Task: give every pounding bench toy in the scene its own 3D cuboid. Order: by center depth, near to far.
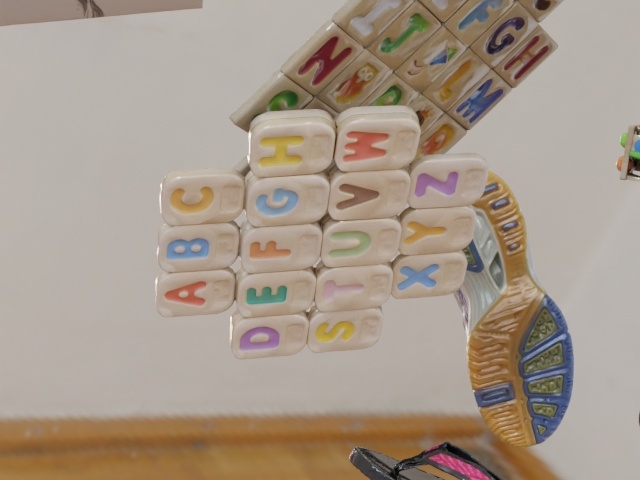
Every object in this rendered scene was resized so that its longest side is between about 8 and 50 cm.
[{"bbox_3d":[0.307,-0.078,1.571,0.065,0.052,0.083,11,8,16],"label":"pounding bench toy"}]

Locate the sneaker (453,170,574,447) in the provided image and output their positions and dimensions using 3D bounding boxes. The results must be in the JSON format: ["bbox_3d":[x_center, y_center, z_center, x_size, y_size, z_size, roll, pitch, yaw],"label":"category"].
[{"bbox_3d":[0.194,0.066,1.783,0.112,0.296,0.131,-11,1,2],"label":"sneaker"}]

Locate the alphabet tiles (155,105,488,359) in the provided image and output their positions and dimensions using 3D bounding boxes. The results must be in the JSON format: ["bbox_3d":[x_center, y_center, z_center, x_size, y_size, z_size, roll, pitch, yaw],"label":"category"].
[{"bbox_3d":[0.000,0.000,1.447,0.278,0.284,0.021,-3,46,-11],"label":"alphabet tiles"}]

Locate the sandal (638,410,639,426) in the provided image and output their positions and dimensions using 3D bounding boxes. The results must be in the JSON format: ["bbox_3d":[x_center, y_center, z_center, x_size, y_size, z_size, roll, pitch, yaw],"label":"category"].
[{"bbox_3d":[0.352,0.182,1.572,0.072,0.049,0.180,0,-32,42],"label":"sandal"}]

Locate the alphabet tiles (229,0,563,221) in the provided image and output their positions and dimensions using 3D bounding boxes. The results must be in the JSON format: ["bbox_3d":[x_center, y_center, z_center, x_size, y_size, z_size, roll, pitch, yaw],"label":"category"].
[{"bbox_3d":[0.073,-0.137,1.449,0.011,0.342,0.285,52,11,29],"label":"alphabet tiles"}]

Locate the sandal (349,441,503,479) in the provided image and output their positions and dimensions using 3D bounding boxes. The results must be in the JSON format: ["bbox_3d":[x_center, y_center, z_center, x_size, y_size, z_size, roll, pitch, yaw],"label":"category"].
[{"bbox_3d":[0.105,0.163,1.109,0.179,0.040,0.067,20,8,-3],"label":"sandal"}]

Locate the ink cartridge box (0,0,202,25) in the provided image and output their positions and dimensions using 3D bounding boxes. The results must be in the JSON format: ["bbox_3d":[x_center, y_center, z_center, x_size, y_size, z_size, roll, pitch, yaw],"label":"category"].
[{"bbox_3d":[-0.267,-0.336,1.719,0.289,0.121,0.211,-6,64,-9],"label":"ink cartridge box"}]
